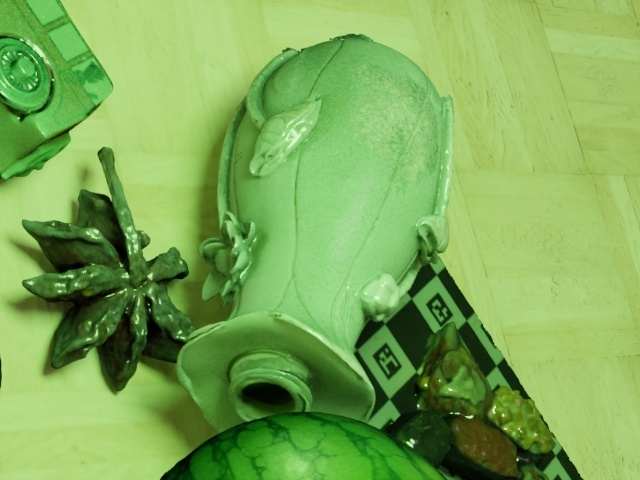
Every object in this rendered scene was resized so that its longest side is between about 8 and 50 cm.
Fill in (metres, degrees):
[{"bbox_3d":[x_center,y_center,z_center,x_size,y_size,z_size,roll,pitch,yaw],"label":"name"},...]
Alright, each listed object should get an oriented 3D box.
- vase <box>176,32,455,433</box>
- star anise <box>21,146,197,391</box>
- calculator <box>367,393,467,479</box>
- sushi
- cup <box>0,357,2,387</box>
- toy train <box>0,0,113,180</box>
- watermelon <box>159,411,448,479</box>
[{"bbox_3d":[0.000,0.000,1.756,0.250,0.250,0.445,39,41,-20],"label":"vase"},{"bbox_3d":[-0.197,0.028,1.690,0.209,0.089,0.231,-24,97,-54],"label":"star anise"},{"bbox_3d":[0.076,0.250,1.849,0.303,0.042,0.188,3,67,-44],"label":"calculator"},{"bbox_3d":[0.153,0.215,1.868,0.343,0.064,0.359,57,41,-5],"label":"sushi"},{"bbox_3d":[-0.374,0.128,1.418,0.223,0.176,0.169,-25,89,-47],"label":"cup"},{"bbox_3d":[-0.335,-0.215,1.670,0.326,0.129,0.159,56,38,-3],"label":"toy train"},{"bbox_3d":[-0.012,0.324,1.523,0.363,0.363,0.363,20,56,-33],"label":"watermelon"}]
